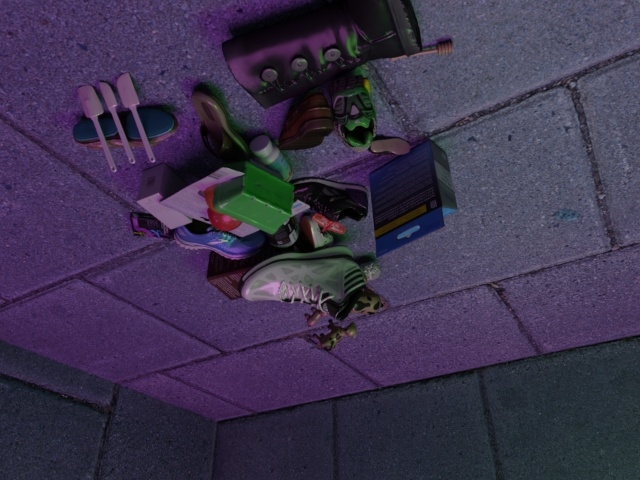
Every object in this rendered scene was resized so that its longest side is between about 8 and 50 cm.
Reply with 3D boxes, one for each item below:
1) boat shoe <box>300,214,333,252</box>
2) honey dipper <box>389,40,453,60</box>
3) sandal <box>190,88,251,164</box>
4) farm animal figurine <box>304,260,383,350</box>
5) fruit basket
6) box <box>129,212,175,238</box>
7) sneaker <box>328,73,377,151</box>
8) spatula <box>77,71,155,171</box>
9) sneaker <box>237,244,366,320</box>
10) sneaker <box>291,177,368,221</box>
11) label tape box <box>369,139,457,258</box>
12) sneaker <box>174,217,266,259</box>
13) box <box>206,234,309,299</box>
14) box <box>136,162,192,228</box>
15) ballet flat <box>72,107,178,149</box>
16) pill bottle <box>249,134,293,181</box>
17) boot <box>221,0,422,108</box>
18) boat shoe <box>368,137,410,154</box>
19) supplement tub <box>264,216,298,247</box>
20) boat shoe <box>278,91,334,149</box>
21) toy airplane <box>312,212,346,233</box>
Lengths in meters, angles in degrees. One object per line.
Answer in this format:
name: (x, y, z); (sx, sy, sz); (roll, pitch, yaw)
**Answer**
boat shoe: (0.000, 0.000, 2.002); (0.096, 0.098, 0.277); (-29, 137, -13)
honey dipper: (0.255, -0.476, 1.363); (0.160, 0.031, 0.030); (-6, 145, 14)
sandal: (-0.297, -0.293, 1.532); (0.120, 0.086, 0.303); (11, 149, 29)
farm animal figurine: (0.107, 0.269, 2.121); (0.326, 0.172, 0.331); (-13, 114, -23)
fruit basket: (-0.263, -0.116, 1.638); (0.327, 0.166, 0.353); (24, 155, -38)
box: (-0.603, -0.052, 1.956); (0.162, 0.029, 0.116); (3, 145, -8)
sneaker: (0.088, -0.304, 1.452); (0.134, 0.147, 0.343); (-10, 169, 8)
spatula: (-0.553, -0.315, 1.465); (0.168, 0.019, 0.242); (-13, 106, 10)
sneaker: (-0.047, 0.168, 1.864); (0.447, 0.258, 0.169); (-14, 134, -17)
sneaker: (0.022, -0.126, 1.777); (0.283, 0.124, 0.107); (3, 145, -5)
label tape box: (0.279, -0.107, 1.626); (0.240, 0.334, 0.105); (-28, 137, 34)
sneaker: (-0.354, -0.025, 1.913); (0.329, 0.130, 0.147); (7, 147, -11)
box: (-0.231, 0.100, 2.092); (0.381, 0.143, 0.191); (-13, 143, 19)
box: (-0.496, -0.141, 1.739); (0.091, 0.130, 0.170); (-17, 142, 20)
ballet flat: (-0.544, -0.312, 1.538); (0.315, 0.108, 0.106); (0, 166, 8)
pill bottle: (-0.152, -0.243, 1.637); (0.087, 0.087, 0.160); (-12, 144, 16)
boot: (-0.029, -0.507, 1.227); (0.444, 0.146, 0.367); (-10, 143, 21)
boat shoe: (0.208, -0.284, 1.629); (0.132, 0.049, 0.042); (-2, -177, -16)
supplement tub: (-0.151, -0.068, 1.866); (0.116, 0.117, 0.190); (-7, 146, 9)
boat shoe: (-0.041, -0.322, 1.483); (0.110, 0.105, 0.307); (-7, 179, -24)
toy airplane: (0.041, -0.082, 1.892); (0.151, 0.028, 0.151); (-10, 128, -13)
